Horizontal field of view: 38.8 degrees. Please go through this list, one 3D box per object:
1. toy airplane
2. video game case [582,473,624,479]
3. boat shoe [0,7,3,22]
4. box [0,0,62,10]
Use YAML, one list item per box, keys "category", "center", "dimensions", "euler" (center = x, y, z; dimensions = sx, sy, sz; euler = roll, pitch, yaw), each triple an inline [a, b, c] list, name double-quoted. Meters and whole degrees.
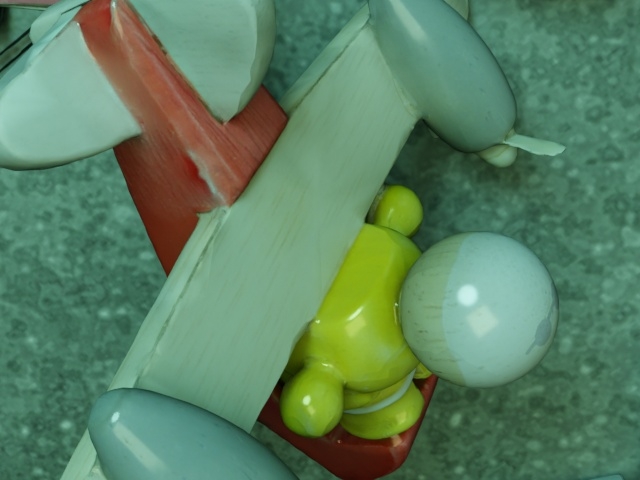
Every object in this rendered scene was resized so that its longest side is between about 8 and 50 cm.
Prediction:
- category: "toy airplane"
  center: [0.000, 0.000, 0.520]
  dimensions: [0.272, 0.384, 0.386]
  euler: [12, 97, 26]
- category: "video game case"
  center: [0.156, 0.347, 0.760]
  dimensions: [0.244, 0.061, 0.269]
  euler: [-12, 102, 8]
- category: "boat shoe"
  center: [-0.241, -0.216, 0.661]
  dimensions: [0.042, 0.049, 0.133]
  euler: [7, 99, 10]
- category: "box"
  center: [-0.135, -0.265, 0.591]
  dimensions: [0.127, 0.148, 0.232]
  euler: [3, 103, 4]
